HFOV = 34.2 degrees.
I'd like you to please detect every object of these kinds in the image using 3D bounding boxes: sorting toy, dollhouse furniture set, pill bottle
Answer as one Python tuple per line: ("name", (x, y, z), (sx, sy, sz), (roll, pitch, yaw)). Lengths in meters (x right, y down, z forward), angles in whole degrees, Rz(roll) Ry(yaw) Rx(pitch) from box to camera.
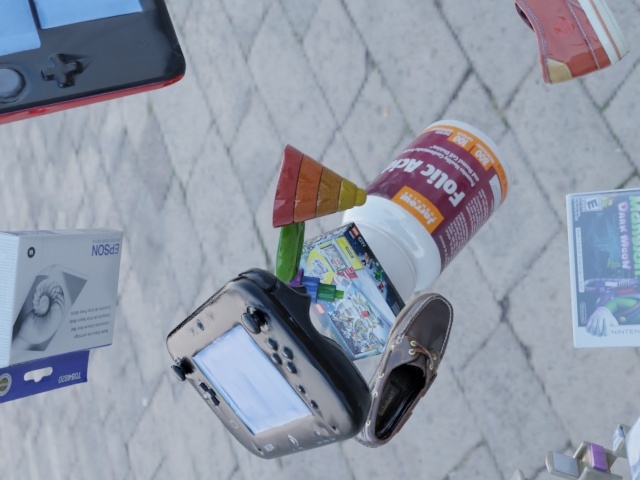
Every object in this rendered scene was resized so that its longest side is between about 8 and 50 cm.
("sorting toy", (0.000, 0.000, 1.549), (0.365, 0.126, 0.127), (92, -172, -57))
("dollhouse furniture set", (0.454, 0.339, 1.687), (0.286, 0.198, 0.303), (-77, 6, -58))
("pill bottle", (0.182, -0.043, 2.026), (0.224, 0.392, 0.224), (29, 145, 23))

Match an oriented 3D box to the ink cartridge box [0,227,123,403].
("ink cartridge box", (-0.344, 0.097, 1.351), (0.045, 0.223, 0.223), (10, 97, 23))

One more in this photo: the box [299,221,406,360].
("box", (0.051, 0.094, 1.798), (0.159, 0.044, 0.233), (-20, 108, 41))

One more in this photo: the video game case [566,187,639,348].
("video game case", (0.385, 0.031, 1.238), (0.173, 0.022, 0.190), (-4, 82, 23))

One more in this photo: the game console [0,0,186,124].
("game console", (-0.384, -0.328, 1.333), (0.060, 0.342, 0.386), (99, 153, -67))

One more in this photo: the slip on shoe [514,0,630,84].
("slip on shoe", (0.210, -0.312, 1.131), (0.101, 0.123, 0.331), (-32, 74, 15))

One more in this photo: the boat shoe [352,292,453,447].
("boat shoe", (0.105, 0.153, 1.231), (0.207, 0.073, 0.073), (-62, 12, -16))

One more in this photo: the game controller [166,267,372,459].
("game controller", (-0.058, 0.125, 0.965), (0.166, 0.067, 0.319), (59, 155, 3))
